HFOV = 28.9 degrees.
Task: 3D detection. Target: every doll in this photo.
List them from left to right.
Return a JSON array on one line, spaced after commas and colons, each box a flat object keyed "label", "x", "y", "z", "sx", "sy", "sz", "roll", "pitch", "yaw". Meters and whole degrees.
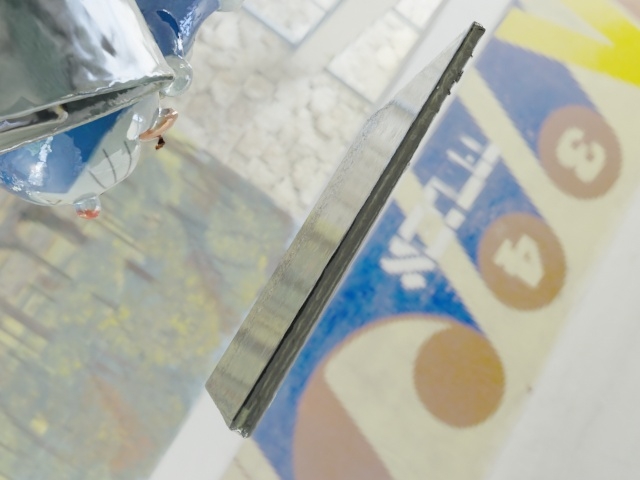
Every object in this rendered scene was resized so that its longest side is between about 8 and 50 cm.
[{"label": "doll", "x": -0.179, "y": -0.139, "z": 1.013, "sx": 0.257, "sy": 0.161, "sz": 0.215, "roll": -49, "pitch": -148, "yaw": -21}]

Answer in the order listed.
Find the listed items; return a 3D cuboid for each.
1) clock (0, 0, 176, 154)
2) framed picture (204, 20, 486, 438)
[{"label": "clock", "x": -0.215, "y": -0.042, "z": 0.514, "sx": 0.312, "sy": 0.061, "sz": 0.312, "roll": -19, "pitch": -174, "yaw": 2}, {"label": "framed picture", "x": 0.000, "y": 0.000, "z": 0.810, "sx": 0.255, "sy": 0.014, "sz": 0.338, "roll": -59, "pitch": -175, "yaw": -6}]
